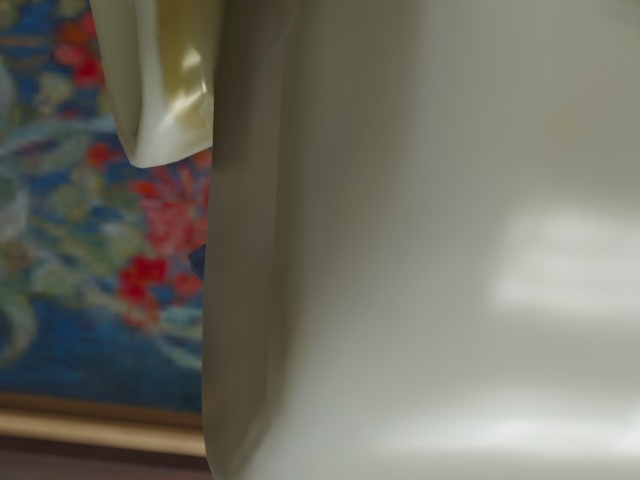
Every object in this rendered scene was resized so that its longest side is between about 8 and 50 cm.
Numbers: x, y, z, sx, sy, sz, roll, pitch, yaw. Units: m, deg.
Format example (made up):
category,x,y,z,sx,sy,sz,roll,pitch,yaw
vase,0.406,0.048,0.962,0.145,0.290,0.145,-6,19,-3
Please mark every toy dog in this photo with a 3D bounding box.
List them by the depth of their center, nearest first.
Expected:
category,x,y,z,sx,sy,sz,roll,pitch,yaw
toy dog,0.164,-0.084,0.431,0.284,0.407,0.395,108,-28,-62

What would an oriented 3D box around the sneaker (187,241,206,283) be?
category,x,y,z,sx,sy,sz,roll,pitch,yaw
sneaker,0.000,0.000,0.870,0.090,0.081,0.232,-46,-177,5
